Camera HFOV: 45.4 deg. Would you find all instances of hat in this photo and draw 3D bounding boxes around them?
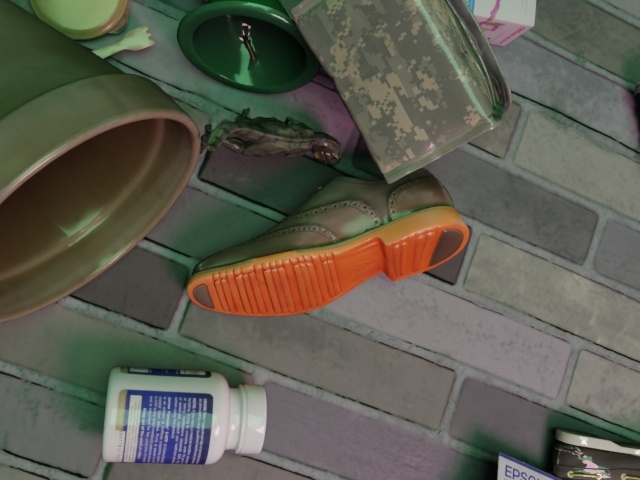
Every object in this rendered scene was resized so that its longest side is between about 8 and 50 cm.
[{"bbox_3d":[-0.088,-0.317,0.974,0.208,0.173,0.184,24,61,-34],"label":"hat"}]

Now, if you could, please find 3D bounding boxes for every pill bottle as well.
[{"bbox_3d":[-0.164,0.212,0.923,0.186,0.112,0.112,6,84,-13],"label":"pill bottle"}]

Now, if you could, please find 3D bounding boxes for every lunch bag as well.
[{"bbox_3d":[0.119,-0.226,0.956,0.168,0.287,0.235,-28,96,23],"label":"lunch bag"}]

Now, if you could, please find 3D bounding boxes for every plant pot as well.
[{"bbox_3d":[-0.341,-0.114,0.825,0.323,0.323,0.280,-41,80,-14],"label":"plant pot"}]

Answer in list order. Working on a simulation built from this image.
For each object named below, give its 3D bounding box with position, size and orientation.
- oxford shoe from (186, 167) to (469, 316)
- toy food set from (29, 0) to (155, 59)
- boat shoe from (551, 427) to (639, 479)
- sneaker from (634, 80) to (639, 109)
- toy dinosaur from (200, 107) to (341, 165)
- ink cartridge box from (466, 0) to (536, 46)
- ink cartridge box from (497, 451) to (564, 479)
[{"bbox_3d":[0.000,0.000,0.997,0.363,0.130,0.133,-14,56,-8],"label":"oxford shoe"},{"bbox_3d":[-0.302,-0.317,0.972,0.132,0.038,0.192,-24,97,-8],"label":"toy food set"},{"bbox_3d":[0.436,0.322,1.087,0.227,0.081,0.069,13,85,-6],"label":"boat shoe"},{"bbox_3d":[0.524,-0.142,1.143,0.083,0.084,0.215,-31,95,-10],"label":"sneaker"},{"bbox_3d":[-0.080,-0.130,0.952,0.268,0.118,0.064,-7,108,-53],"label":"toy dinosaur"},{"bbox_3d":[0.228,-0.320,1.075,0.122,0.088,0.052,5,84,-14],"label":"ink cartridge box"},{"bbox_3d":[0.318,0.480,1.002,0.303,0.072,0.307,28,51,-19],"label":"ink cartridge box"}]
